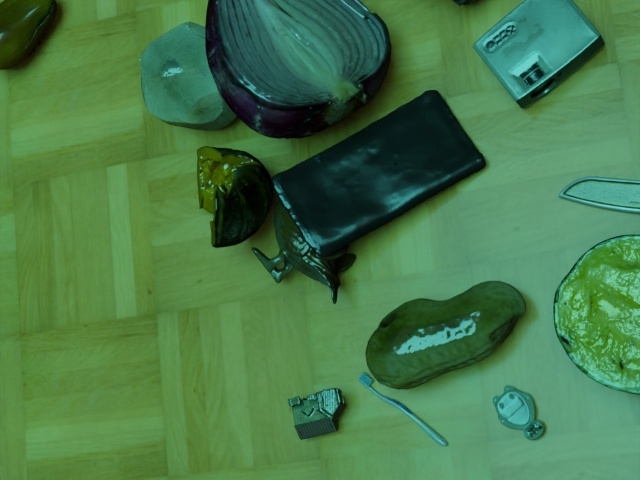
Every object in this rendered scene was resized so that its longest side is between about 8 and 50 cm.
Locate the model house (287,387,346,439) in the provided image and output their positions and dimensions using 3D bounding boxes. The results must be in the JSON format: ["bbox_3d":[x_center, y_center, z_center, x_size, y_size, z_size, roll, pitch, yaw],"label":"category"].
[{"bbox_3d":[0.000,0.250,1.843,0.083,0.057,0.058,-15,72,17],"label":"model house"}]

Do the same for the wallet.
[{"bbox_3d":[0.082,-0.097,1.845,0.285,0.030,0.146,-30,75,-4],"label":"wallet"}]

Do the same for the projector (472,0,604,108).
[{"bbox_3d":[0.309,-0.275,1.806,0.147,0.061,0.115,-38,69,11],"label":"projector"}]

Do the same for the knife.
[{"bbox_3d":[0.450,-0.059,1.737,0.256,0.022,0.046,6,88,22],"label":"knife"}]

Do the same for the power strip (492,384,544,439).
[{"bbox_3d":[0.271,0.237,1.752,0.055,0.035,0.083,-45,67,9],"label":"power strip"}]

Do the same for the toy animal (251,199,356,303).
[{"bbox_3d":[0.000,0.000,1.875,0.179,0.089,0.188,-38,66,-2],"label":"toy animal"}]

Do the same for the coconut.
[{"bbox_3d":[-0.197,-0.249,1.943,0.161,0.162,0.161,-3,80,20],"label":"coconut"}]

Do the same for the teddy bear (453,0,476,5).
[{"bbox_3d":[0.238,-0.437,1.822,0.251,0.144,0.171,-41,73,20],"label":"teddy bear"}]

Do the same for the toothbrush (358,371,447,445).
[{"bbox_3d":[0.116,0.243,1.823,0.162,0.014,0.017,39,115,21],"label":"toothbrush"}]

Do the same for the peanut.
[{"bbox_3d":[0.171,0.124,1.771,0.236,0.120,0.110,-27,108,10],"label":"peanut"}]

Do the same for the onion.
[{"bbox_3d":[-0.071,-0.291,1.877,0.267,0.159,0.349,-26,71,-31],"label":"onion"}]

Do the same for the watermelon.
[{"bbox_3d":[0.426,0.101,1.662,0.232,0.127,0.204,15,87,24],"label":"watermelon"}]

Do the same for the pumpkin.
[{"bbox_3d":[-0.123,-0.067,1.902,0.183,0.107,0.119,-109,24,-53],"label":"pumpkin"}]

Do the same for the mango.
[{"bbox_3d":[-0.506,-0.352,2.128,0.159,0.084,0.105,-40,52,-10],"label":"mango"}]
